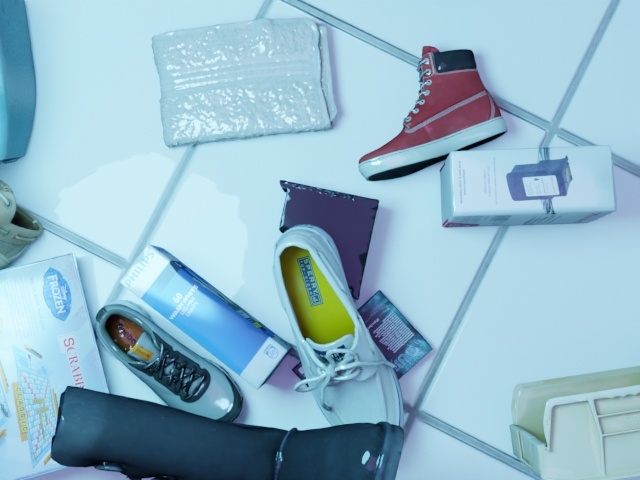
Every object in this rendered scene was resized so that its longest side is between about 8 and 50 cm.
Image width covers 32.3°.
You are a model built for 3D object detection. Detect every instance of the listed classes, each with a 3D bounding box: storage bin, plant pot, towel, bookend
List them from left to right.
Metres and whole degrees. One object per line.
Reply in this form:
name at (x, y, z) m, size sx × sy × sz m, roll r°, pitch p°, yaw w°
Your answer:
plant pot at (-0.561, -0.226, 1.664) m, size 0.248 × 0.247 × 0.252 m, roll -13°, pitch 97°, yaw -1°
towel at (-0.119, -0.251, 1.747) m, size 0.282 × 0.049 × 0.187 m, roll -7°, pitch 84°, yaw 0°
bookend at (0.000, 0.000, 1.712) m, size 0.156 × 0.072 × 0.157 m, roll 11°, pitch 86°, yaw 2°
storage bin at (0.419, 0.259, 1.591) m, size 0.260 × 0.262 × 0.123 m, roll -8°, pitch 87°, yaw 0°

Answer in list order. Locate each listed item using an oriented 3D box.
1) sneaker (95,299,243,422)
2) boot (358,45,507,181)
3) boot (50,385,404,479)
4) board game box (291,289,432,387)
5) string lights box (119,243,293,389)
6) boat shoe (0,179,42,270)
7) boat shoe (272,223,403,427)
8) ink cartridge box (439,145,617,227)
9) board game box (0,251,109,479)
sneaker at (-0.238, 0.193, 1.681) m, size 0.271 × 0.108 × 0.100 m, roll 36°, pitch 85°, yaw 2°
boot at (0.149, -0.204, 1.724) m, size 0.244 × 0.088 × 0.176 m, roll -23°, pitch 85°, yaw -9°
boot at (-0.143, 0.279, 1.518) m, size 0.445 × 0.367 × 0.146 m, roll 18°, pitch 66°, yaw -8°
board game box at (0.065, 0.185, 1.718) m, size 0.186 × 0.026 × 0.126 m, roll -42°, pitch 87°, yaw -3°
string lights box at (-0.170, 0.115, 1.673) m, size 0.260 × 0.133 × 0.077 m, roll 37°, pitch 89°, yaw 3°
boat shoe at (-0.503, -0.058, 1.594) m, size 0.110 × 0.341 × 0.121 m, roll -34°, pitch 74°, yaw -5°
boat shoe at (0.022, 0.157, 1.604) m, size 0.136 × 0.156 × 0.367 m, roll -17°, pitch 97°, yaw 11°
ink cartridge box at (0.307, -0.078, 1.665) m, size 0.237 × 0.172 × 0.100 m, roll -2°, pitch 85°, yaw 0°
board game box at (-0.490, 0.209, 1.669) m, size 0.318 × 0.066 × 0.318 m, roll -13°, pitch 85°, yaw -14°
